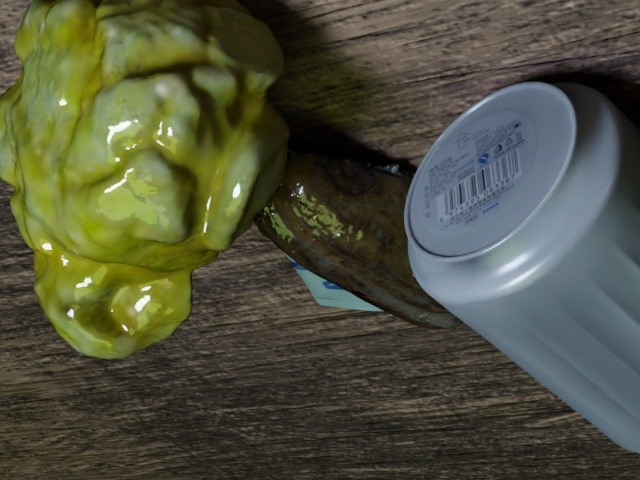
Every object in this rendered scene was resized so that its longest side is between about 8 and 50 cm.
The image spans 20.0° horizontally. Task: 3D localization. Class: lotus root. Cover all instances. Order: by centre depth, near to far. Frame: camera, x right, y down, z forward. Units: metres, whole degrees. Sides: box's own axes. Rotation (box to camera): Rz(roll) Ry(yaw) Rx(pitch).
[{"bbox_3d":[0.067,0.012,1.865,0.329,0.078,0.167,25,126,-30],"label":"lotus root"}]

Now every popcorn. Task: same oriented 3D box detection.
[{"bbox_3d":[-0.180,-0.085,1.697,0.294,0.292,0.334,24,143,5],"label":"popcorn"}]

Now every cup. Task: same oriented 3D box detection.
[{"bbox_3d":[0.235,0.011,1.722,0.327,0.237,0.323,38,175,-31],"label":"cup"}]

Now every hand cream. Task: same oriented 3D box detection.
[{"bbox_3d":[0.000,0.000,1.987,0.109,0.067,0.320,3,154,23],"label":"hand cream"}]
